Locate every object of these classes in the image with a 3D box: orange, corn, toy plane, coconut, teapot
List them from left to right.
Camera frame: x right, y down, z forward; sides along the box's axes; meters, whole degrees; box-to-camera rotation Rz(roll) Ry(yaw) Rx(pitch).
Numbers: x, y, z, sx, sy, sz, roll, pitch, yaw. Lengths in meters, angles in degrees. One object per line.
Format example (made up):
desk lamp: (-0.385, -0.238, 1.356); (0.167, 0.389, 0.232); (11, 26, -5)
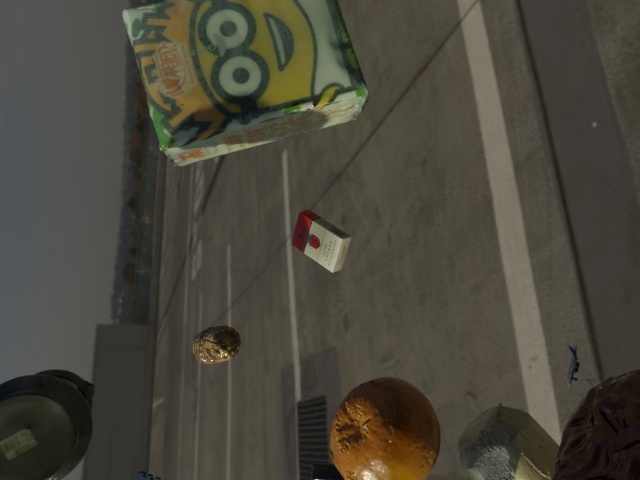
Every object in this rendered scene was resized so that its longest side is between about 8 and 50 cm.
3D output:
teapot: (-0.836, 0.537, 1.540); (0.305, 0.376, 0.362); (63, 165, -4)
corn: (-0.259, 0.258, 1.334); (0.290, 0.098, 0.098); (143, 128, -66)
orange: (0.122, 0.370, 1.013); (0.219, 0.193, 0.219); (-34, 24, 18)
coconut: (0.514, 0.589, 1.436); (0.247, 0.245, 0.245); (46, 146, 9)
toy plane: (0.521, 0.256, 1.102); (0.078, 0.024, 0.084); (41, -127, -67)

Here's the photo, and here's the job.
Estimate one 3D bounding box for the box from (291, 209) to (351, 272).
box: (0.000, 0.000, 1.367); (0.152, 0.048, 0.100); (32, 119, 29)

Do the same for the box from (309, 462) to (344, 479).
box: (0.127, 0.705, 1.539); (0.290, 0.289, 0.073); (72, -160, -53)

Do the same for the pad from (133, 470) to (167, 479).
pad: (-0.355, 0.709, 1.239); (0.012, 0.270, 0.268); (60, -132, -74)

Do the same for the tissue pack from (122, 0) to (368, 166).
tissue pack: (-0.110, -0.264, 0.809); (0.128, 0.311, 0.227); (102, 151, -82)

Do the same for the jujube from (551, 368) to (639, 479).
jujube: (0.312, 0.261, 0.497); (0.216, 0.342, 0.216); (26, 130, 35)

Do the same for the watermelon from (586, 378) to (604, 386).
watermelon: (0.602, 0.300, 1.017); (0.180, 0.094, 0.081); (11, 103, 29)
